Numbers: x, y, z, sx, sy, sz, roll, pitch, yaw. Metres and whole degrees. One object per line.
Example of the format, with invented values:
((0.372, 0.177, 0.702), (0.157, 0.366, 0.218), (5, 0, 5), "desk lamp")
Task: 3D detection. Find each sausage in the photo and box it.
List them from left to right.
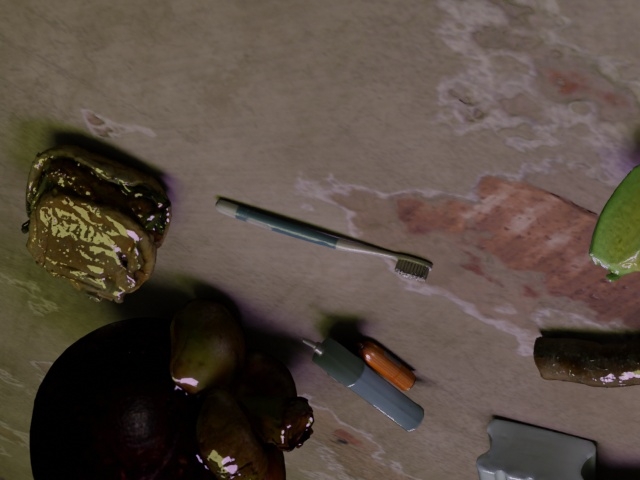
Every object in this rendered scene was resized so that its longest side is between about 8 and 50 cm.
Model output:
((0.088, 0.171, 1.765), (0.107, 0.031, 0.031), (39, 149, -28), "sausage")

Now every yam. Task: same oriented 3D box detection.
((0.361, 0.143, 1.469), (0.253, 0.061, 0.061), (-2, 145, 41), "yam")

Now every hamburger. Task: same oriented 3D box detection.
((-0.281, -0.032, 1.596), (0.183, 0.130, 0.206), (22, 135, -3), "hamburger")

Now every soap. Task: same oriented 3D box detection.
((0.326, 0.370, 1.890), (0.160, 0.087, 0.265), (12, 151, 19), "soap")

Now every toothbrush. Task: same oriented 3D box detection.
((0.000, 0.000, 1.518), (0.275, 0.025, 0.019), (17, 154, 11), "toothbrush")

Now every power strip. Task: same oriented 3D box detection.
((0.049, 0.187, 1.751), (0.137, 0.044, 0.216), (33, 175, 46), "power strip")

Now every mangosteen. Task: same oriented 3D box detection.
((-0.234, 0.286, 1.859), (0.381, 0.381, 0.421), (34, 139, -22), "mangosteen")

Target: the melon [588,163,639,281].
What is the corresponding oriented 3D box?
((0.375, -0.030, 1.068), (0.323, 0.124, 0.196), (-1, 145, 49), "melon")
